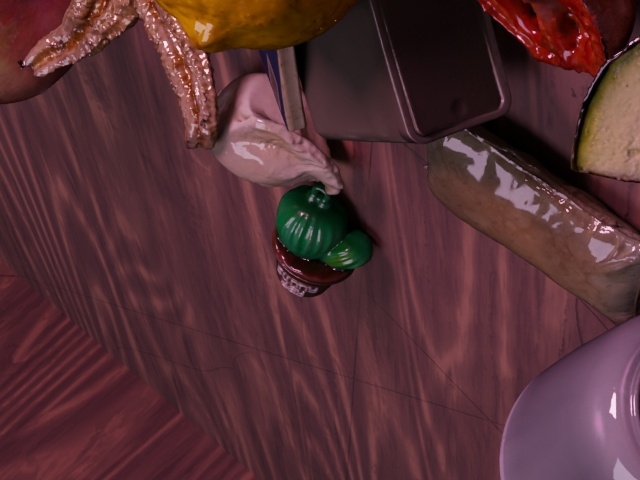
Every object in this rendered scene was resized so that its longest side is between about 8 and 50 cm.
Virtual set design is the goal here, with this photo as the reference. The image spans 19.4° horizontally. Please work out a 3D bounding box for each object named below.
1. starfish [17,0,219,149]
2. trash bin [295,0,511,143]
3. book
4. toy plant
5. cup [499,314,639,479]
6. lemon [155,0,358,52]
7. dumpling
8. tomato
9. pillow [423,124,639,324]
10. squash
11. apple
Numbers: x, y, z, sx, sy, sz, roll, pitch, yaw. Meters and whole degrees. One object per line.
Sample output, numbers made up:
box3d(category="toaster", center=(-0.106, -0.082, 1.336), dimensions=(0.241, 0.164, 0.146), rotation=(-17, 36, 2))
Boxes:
box3d(category="starfish", center=(-0.256, -0.305, 2.287), dimensions=(0.432, 0.082, 0.324), rotation=(33, 131, 29))
box3d(category="trash bin", center=(0.070, -0.184, 1.894), dimensions=(0.240, 0.122, 0.164), rotation=(1, 109, 67))
box3d(category="book", center=(-0.072, -0.275, 2.019), dimensions=(0.191, 0.025, 0.269), rotation=(83, 168, -58))
box3d(category="toy plant", center=(0.000, 0.000, 2.474), dimensions=(0.143, 0.105, 0.200), rotation=(33, 146, 7))
box3d(category="cup", center=(0.396, 0.224, 1.936), dimensions=(0.356, 0.259, 0.274), rotation=(16, 158, -9))
box3d(category="lemon", center=(-0.056, -0.321, 1.738), dimensions=(0.253, 0.310, 0.253), rotation=(15, 178, 1))
box3d(category="dumpling", center=(-0.053, -0.125, 2.319), dimensions=(0.179, 0.131, 0.252), rotation=(31, 179, -23))
box3d(category="tomato", center=(0.192, -0.249, 1.616), dimensions=(0.228, 0.101, 0.228), rotation=(44, 168, 11))
box3d(category="pillow", center=(0.224, -0.030, 1.994), dimensions=(0.302, 0.075, 0.185), rotation=(37, 160, 21))
box3d(category="squash", center=(0.320, -0.134, 1.596), dimensions=(0.192, 0.085, 0.184), rotation=(10, 130, -2))
box3d(category="apple", center=(-0.451, -0.331, 2.495), dimensions=(0.235, 0.306, 0.306), rotation=(-12, 122, 42))
